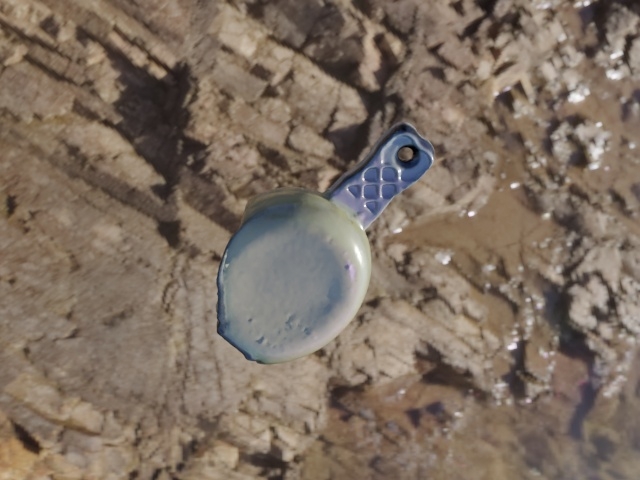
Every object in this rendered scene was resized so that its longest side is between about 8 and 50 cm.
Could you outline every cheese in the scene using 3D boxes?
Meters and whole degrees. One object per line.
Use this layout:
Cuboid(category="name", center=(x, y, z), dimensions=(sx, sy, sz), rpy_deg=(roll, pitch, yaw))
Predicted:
Cuboid(category="cheese", center=(-0.007, -0.002, 0.612), dimensions=(0.092, 0.047, 0.171), rpy_deg=(21, 111, -14))
